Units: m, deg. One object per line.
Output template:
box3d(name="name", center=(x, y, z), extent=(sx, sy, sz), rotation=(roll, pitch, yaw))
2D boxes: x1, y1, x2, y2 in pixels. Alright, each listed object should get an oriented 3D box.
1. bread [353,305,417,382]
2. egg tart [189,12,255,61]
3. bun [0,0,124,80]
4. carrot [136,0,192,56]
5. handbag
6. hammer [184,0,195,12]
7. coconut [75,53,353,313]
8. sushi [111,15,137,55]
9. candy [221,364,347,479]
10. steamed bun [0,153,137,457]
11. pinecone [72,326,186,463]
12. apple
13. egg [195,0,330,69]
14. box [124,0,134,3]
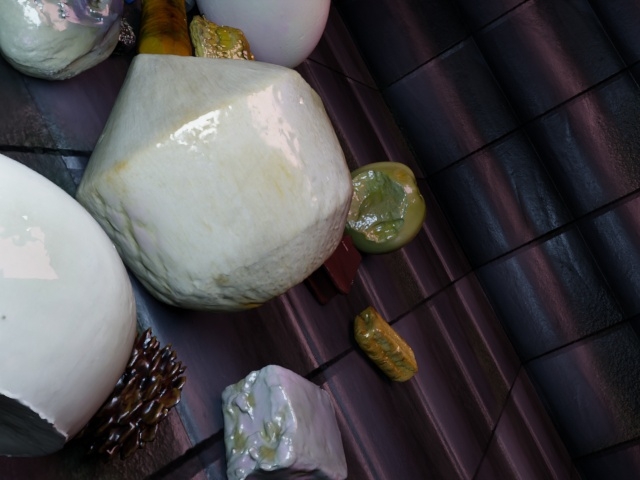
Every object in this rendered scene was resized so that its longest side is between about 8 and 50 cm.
box3d(name="bread", center=(0.161, 0.266, 1.714), extent=(0.211, 0.083, 0.114), rotation=(50, 18, -27))
box3d(name="egg tart", center=(-0.203, -0.386, 1.557), extent=(0.294, 0.123, 0.293), rotation=(-17, 90, -88))
box3d(name="bun", center=(-0.402, -0.380, 1.042), extent=(0.273, 0.169, 0.272), rotation=(-1, 90, -81))
box3d(name="carrot", center=(-0.329, -0.430, 1.434), extent=(0.114, 0.114, 0.301), rotation=(41, 26, -43))
box3d(name="handbag", center=(-0.001, 0.001, 1.680), extent=(0.260, 0.084, 0.275), rotation=(55, 21, -13))
box3d(name="hammer", center=(-0.393, -0.737, 1.784), extent=(0.111, 0.044, 0.365), rotation=(37, 29, -44))
box3d(name="coconut", center=(-0.160, -0.103, 1.036), extent=(0.415, 0.416, 0.344), rotation=(56, 0, -12))
box3d(name="sushi", center=(-0.401, -0.402, 1.317), extent=(0.083, 0.056, 0.084), rotation=(58, 19, -29))
box3d(name="candy", center=(-0.058, 0.316, 1.080), extent=(0.195, 0.137, 0.184), rotation=(41, 29, -46))
box3d(name="steamed bun", center=(-0.316, 0.043, 0.576), extent=(0.324, 0.325, 0.206), rotation=(42, 45, -41))
box3d(name="pinecone", center=(-0.253, 0.167, 0.815), extent=(0.165, 0.163, 0.163), rotation=(43, 24, -9))
box3d(name="apple", center=(0.175, -0.090, 1.986), extent=(0.279, 0.279, 0.279), rotation=(48, 25, -31))
box3d(name="egg", center=(-0.142, -0.611, 1.815), extent=(0.354, 0.355, 0.339), rotation=(-91, 173, -50))
box3d(name="box", center=(-0.480, -0.677, 1.407), extent=(0.279, 0.116, 0.261), rotation=(25, 40, -60))
